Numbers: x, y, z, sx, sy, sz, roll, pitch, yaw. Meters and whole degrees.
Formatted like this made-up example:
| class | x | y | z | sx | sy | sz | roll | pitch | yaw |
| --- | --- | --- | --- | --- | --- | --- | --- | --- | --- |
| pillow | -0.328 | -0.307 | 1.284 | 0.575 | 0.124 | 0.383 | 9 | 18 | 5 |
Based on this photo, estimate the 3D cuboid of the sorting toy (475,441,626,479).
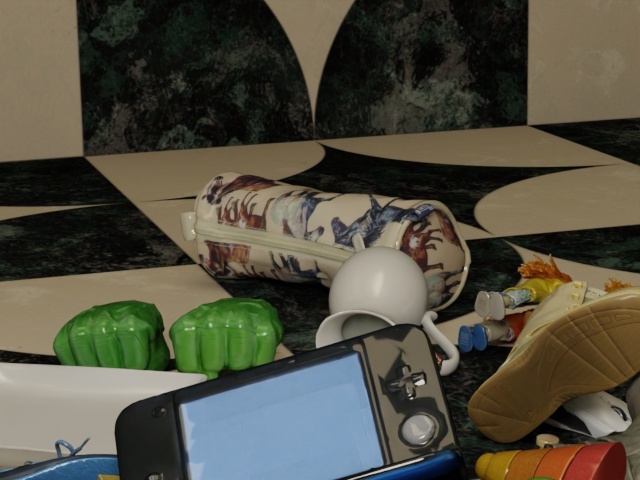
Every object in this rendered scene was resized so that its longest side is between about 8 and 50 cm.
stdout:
| class | x | y | z | sx | sy | sz | roll | pitch | yaw |
| --- | --- | --- | --- | --- | --- | --- | --- | --- | --- |
| sorting toy | 0.133 | 0.234 | 1.447 | 0.126 | 0.127 | 0.365 | 17 | 16 | 28 |

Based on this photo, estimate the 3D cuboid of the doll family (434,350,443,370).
| class | x | y | z | sx | sy | sz | roll | pitch | yaw |
| --- | --- | --- | --- | --- | --- | --- | --- | --- | --- |
| doll family | 0.065 | 0.159 | 1.977 | 0.111 | 0.076 | 0.193 | -19 | 18 | -40 |

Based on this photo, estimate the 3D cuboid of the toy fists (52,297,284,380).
| class | x | y | z | sx | sy | sz | roll | pitch | yaw |
| --- | --- | --- | --- | --- | --- | --- | --- | --- | --- |
| toy fists | -0.183 | 0.123 | 2.109 | 0.279 | 0.096 | 0.142 | -1 | 3 | 8 |

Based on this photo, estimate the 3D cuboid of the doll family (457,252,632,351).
| class | x | y | z | sx | sy | sz | roll | pitch | yaw |
| --- | --- | --- | --- | --- | --- | --- | --- | --- | --- |
| doll family | 0.305 | 0.084 | 2.171 | 0.163 | 0.118 | 0.263 | -12 | 17 | -40 |

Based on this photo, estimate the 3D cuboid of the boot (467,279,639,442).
| class | x | y | z | sx | sy | sz | roll | pitch | yaw |
| --- | --- | --- | --- | --- | --- | --- | --- | --- | --- |
| boot | 0.289 | 0.096 | 1.872 | 0.262 | 0.095 | 0.203 | -43 | 1 | 37 |

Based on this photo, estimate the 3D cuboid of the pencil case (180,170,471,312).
| class | x | y | z | sx | sy | sz | roll | pitch | yaw |
| --- | --- | --- | --- | --- | --- | --- | --- | --- | --- |
| pencil case | 0.000 | 0.000 | 2.473 | 0.410 | 0.159 | 0.183 | 9 | 2 | 37 |

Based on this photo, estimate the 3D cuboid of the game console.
| class | x | y | z | sx | sy | sz | roll | pitch | yaw |
| --- | --- | --- | --- | --- | --- | --- | --- | --- | --- |
| game console | -0.042 | 0.159 | 1.412 | 0.293 | 0.173 | 0.250 | -16 | 48 | 3 |

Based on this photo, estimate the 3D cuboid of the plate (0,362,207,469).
| class | x | y | z | sx | sy | sz | roll | pitch | yaw |
| --- | --- | --- | --- | --- | --- | --- | --- | --- | --- |
| plate | -0.292 | 0.197 | 1.898 | 0.277 | 0.045 | 0.278 | 3 | 13 | 13 |

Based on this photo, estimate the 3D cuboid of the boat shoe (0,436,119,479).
| class | x | y | z | sx | sy | sz | roll | pitch | yaw |
| --- | --- | --- | --- | --- | --- | --- | --- | --- | --- |
| boat shoe | -0.262 | 0.233 | 1.611 | 0.258 | 0.109 | 0.089 | -2 | 9 | -14 |

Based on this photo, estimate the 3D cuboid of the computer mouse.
| class | x | y | z | sx | sy | sz | roll | pitch | yaw |
| --- | --- | --- | --- | --- | --- | --- | --- | --- | --- |
| computer mouse | 0.312 | 0.189 | 1.888 | 0.106 | 0.042 | 0.193 | -13 | 18 | -38 |

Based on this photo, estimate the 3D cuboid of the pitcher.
| class | x | y | z | sx | sy | sz | roll | pitch | yaw |
| --- | --- | --- | --- | --- | --- | --- | --- | --- | --- |
| pitcher | 0.093 | 0.097 | 2.181 | 0.178 | 0.125 | 0.207 | 20 | 25 | 0 |

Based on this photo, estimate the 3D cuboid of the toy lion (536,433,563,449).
| class | x | y | z | sx | sy | sz | roll | pitch | yaw |
| --- | --- | --- | --- | --- | --- | --- | --- | --- | --- |
| toy lion | 0.257 | 0.232 | 1.743 | 0.096 | 0.034 | 0.100 | 9 | 17 | 11 |

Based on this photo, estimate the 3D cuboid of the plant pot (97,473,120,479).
| class | x | y | z | sx | sy | sz | roll | pitch | yaw |
| --- | --- | --- | --- | --- | --- | --- | --- | --- | --- |
| plant pot | -0.152 | 0.258 | 1.557 | 0.083 | 0.081 | 0.081 | 1 | 12 | -20 |

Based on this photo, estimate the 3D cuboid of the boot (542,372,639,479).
| class | x | y | z | sx | sy | sz | roll | pitch | yaw |
| --- | --- | --- | --- | --- | --- | --- | --- | --- | --- |
| boot | 0.290 | 0.200 | 1.697 | 0.161 | 0.083 | 0.246 | -2 | 25 | -5 |
